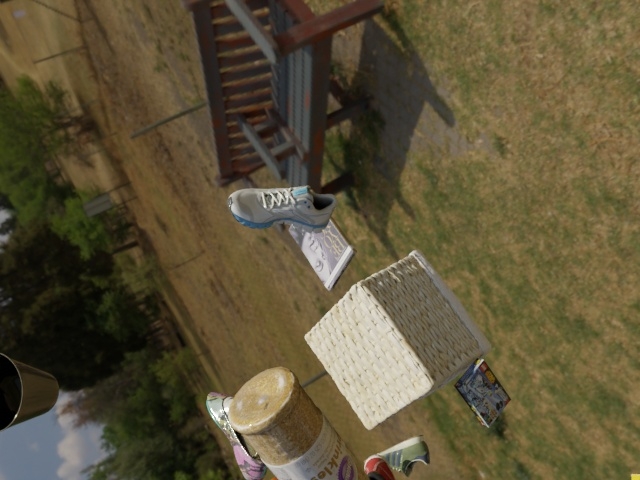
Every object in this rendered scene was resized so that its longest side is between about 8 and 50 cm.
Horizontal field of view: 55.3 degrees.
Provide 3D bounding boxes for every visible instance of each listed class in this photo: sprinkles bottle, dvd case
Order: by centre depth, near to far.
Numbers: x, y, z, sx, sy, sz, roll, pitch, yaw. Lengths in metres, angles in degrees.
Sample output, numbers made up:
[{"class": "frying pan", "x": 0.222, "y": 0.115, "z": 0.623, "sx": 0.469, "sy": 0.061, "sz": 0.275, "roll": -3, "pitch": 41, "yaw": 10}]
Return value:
[{"class": "sprinkles bottle", "x": -0.004, "y": 0.363, "z": 0.971, "sx": 0.355, "sy": 0.121, "sz": 0.121, "roll": 57, "pitch": 166, "yaw": -25}, {"class": "dvd case", "x": 0.000, "y": 0.000, "z": 1.622, "sx": 0.221, "sy": 0.018, "sz": 0.165, "roll": 55, "pitch": 138, "yaw": 25}]

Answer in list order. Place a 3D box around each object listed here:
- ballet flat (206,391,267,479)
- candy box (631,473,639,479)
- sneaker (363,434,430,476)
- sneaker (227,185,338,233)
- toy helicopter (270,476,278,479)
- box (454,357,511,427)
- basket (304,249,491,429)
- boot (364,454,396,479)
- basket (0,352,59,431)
[{"class": "ballet flat", "x": -0.159, "y": 0.379, "z": 1.242, "sx": 0.079, "sy": 0.076, "sz": 0.221, "roll": -56, "pitch": 49, "yaw": 23}, {"class": "candy box", "x": 0.676, "y": 0.605, "z": 1.264, "sx": 0.027, "sy": 0.206, "sz": 0.105, "roll": -16, "pitch": 134, "yaw": 34}, {"class": "sneaker", "x": 0.212, "y": 0.603, "z": 1.658, "sx": 0.064, "sy": 0.192, "sz": 0.086, "roll": 21, "pitch": -139, "yaw": -59}, {"class": "sneaker", "x": -0.057, "y": -0.064, "z": 0.993, "sx": 0.083, "sy": 0.190, "sz": 0.071, "roll": -49, "pitch": 48, "yaw": 46}, {"class": "toy helicopter", "x": 0.014, "y": 0.782, "z": 1.705, "sx": 0.355, "sy": 0.140, "sz": 0.235, "roll": 7, "pitch": 109, "yaw": 40}, {"class": "box", "x": 0.387, "y": 0.362, "z": 1.453, "sx": 0.137, "sy": 0.094, "sz": 0.027, "roll": 54, "pitch": 159, "yaw": -16}, {"class": "basket", "x": 0.192, "y": 0.267, "z": 1.592, "sx": 0.331, "sy": 0.266, "sz": 0.328, "roll": 54, "pitch": 136, "yaw": 15}, {"class": "boot", "x": 0.180, "y": 0.669, "z": 1.507, "sx": 0.244, "sy": 0.088, "sz": 0.176, "roll": 59, "pitch": -175, "yaw": 4}, {"class": "basket", "x": -0.820, "y": 0.409, "z": 1.650, "sx": 0.227, "sy": 0.154, "sz": 0.205, "roll": 77, "pitch": 174, "yaw": -75}]
